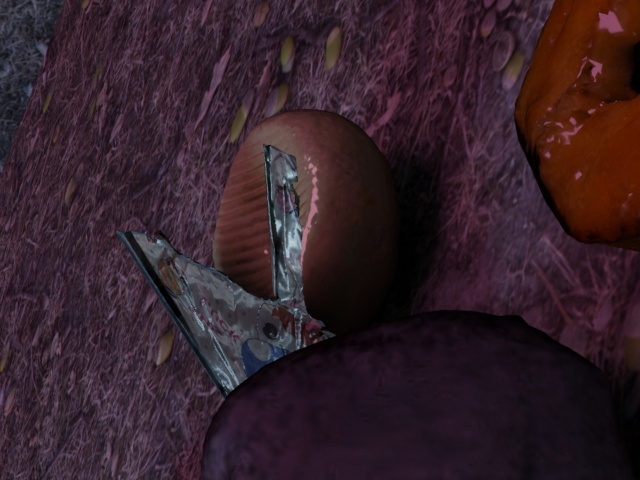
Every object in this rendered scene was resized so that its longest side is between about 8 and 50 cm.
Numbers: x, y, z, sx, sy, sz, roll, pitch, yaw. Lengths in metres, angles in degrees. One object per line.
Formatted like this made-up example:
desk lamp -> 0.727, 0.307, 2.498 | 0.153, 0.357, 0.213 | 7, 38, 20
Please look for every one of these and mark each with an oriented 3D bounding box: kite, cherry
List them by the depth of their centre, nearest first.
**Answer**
cherry -> 0.047, 0.169, 0.970 | 0.296, 0.218, 0.255 | -27, 41, -2
kite -> -0.018, 0.085, 1.276 | 0.406, 0.014, 0.368 | 25, 133, 34

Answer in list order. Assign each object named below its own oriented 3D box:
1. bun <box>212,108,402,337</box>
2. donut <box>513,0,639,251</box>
bun -> 0.000, 0.000, 1.361 | 0.222, 0.128, 0.222 | -9, 80, 62
donut -> 0.208, -0.110, 0.971 | 0.253, 0.118, 0.253 | -39, 44, 52
